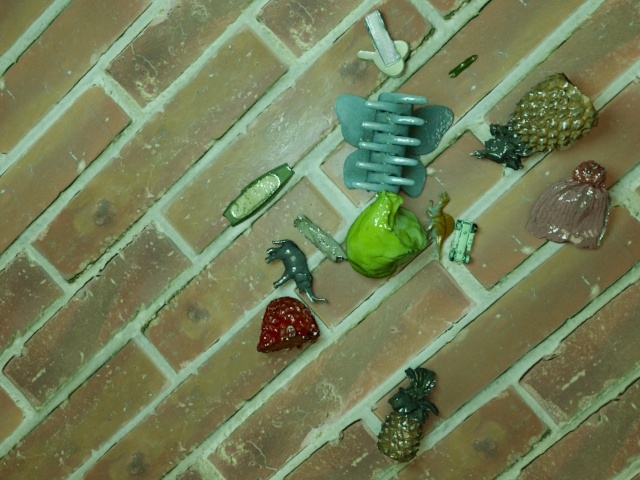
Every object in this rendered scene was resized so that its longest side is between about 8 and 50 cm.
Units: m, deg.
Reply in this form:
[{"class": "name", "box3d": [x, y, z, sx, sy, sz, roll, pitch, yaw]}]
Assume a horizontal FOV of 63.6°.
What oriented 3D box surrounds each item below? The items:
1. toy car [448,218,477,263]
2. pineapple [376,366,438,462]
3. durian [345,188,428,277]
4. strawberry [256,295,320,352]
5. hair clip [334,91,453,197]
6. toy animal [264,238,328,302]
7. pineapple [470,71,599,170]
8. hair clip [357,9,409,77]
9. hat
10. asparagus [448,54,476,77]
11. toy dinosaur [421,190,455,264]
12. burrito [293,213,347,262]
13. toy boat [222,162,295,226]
[{"class": "toy car", "box3d": [0.466, 0.004, 1.696, 0.073, 0.054, 0.143, 10, 97, 3]}, {"class": "pineapple", "box3d": [0.303, 0.577, 1.725, 0.170, 0.141, 0.309, 19, 89, 9]}, {"class": "durian", "box3d": [0.195, 0.009, 1.602, 0.256, 0.204, 0.339, 16, 137, -30]}, {"class": "strawberry", "box3d": [-0.119, 0.273, 1.711, 0.234, 0.234, 0.177, -19, 72, 7]}, {"class": "hair clip", "box3d": [0.211, -0.298, 1.609, 0.392, 0.238, 0.318, 10, 98, 4]}, {"class": "toy animal", "box3d": [-0.094, 0.118, 1.747, 0.137, 0.082, 0.269, -27, 91, 8]}, {"class": "pineapple", "box3d": [0.645, -0.333, 1.589, 0.357, 0.223, 0.223, -37, 90, 26]}, {"class": "hair clip", "box3d": [0.197, -0.621, 1.666, 0.159, 0.071, 0.218, -26, 85, 13]}, {"class": "hat", "box3d": [0.804, -0.118, 1.622, 0.237, 0.107, 0.286, 12, 119, 4]}, {"class": "asparagus", "box3d": [0.460, -0.563, 1.666, 0.108, 0.021, 0.025, -37, 94, 7]}, {"class": "toy dinosaur", "box3d": [0.395, -0.042, 1.709, 0.142, 0.057, 0.212, -29, 104, -12]}, {"class": "burrito", "box3d": [0.002, -0.002, 1.743, 0.229, 0.058, 0.063, 41, 93, -1]}, {"class": "toy boat", "box3d": [-0.215, -0.157, 1.751, 0.293, 0.055, 0.093, -39, 92, 8]}]
